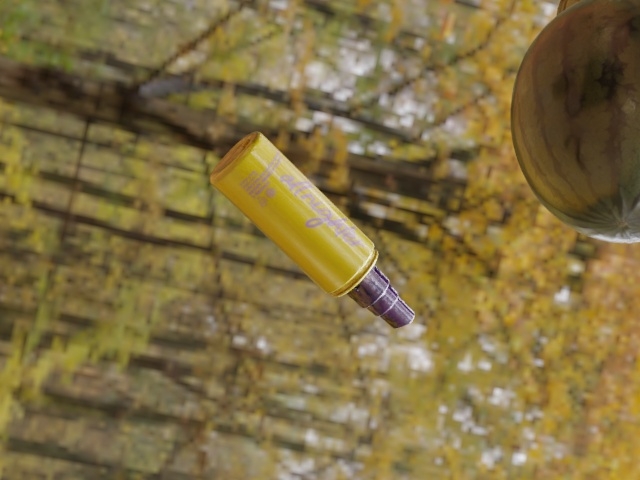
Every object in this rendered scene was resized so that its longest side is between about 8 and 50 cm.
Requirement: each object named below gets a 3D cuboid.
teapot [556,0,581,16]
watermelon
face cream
[{"bbox_3d":[0.493,-0.369,2.667,0.183,0.173,0.269,10,-71,32],"label":"teapot"},{"bbox_3d":[0.383,-0.169,2.062,0.279,0.279,0.359,122,-17,-49],"label":"watermelon"},{"bbox_3d":[0.000,0.000,1.780,0.078,0.273,0.078,-42,-166,13],"label":"face cream"}]
